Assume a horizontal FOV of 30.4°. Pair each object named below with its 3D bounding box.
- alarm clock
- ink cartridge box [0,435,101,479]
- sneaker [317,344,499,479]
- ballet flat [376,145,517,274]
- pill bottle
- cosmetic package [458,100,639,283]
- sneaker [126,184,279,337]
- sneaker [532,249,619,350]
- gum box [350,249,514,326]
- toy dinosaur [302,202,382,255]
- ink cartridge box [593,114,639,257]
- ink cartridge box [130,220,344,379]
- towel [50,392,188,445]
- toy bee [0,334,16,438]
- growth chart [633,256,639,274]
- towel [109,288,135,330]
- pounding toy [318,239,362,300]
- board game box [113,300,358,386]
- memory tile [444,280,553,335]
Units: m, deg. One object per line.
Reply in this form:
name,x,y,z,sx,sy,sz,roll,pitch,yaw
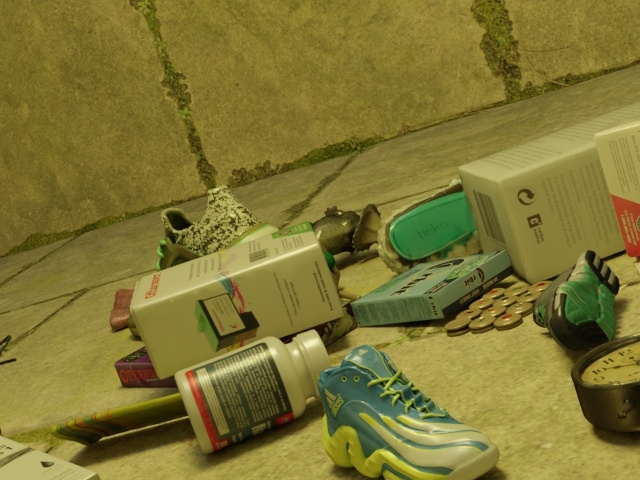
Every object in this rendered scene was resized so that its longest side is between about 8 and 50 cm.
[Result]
alarm clock,0.303,0.130,1.124,0.129,0.064,0.192,-20,13,-2
ink cartridge box,-0.350,0.299,1.258,0.219,0.093,0.160,7,27,44
sneaker,0.068,0.171,1.157,0.091,0.126,0.240,-27,13,-35
ballet flat,0.273,-0.051,1.919,0.408,0.147,0.147,-20,11,-10
pill bottle,-0.076,0.177,1.424,0.180,0.108,0.108,-21,11,-8
cosmetic package,0.458,-0.101,1.729,0.453,0.162,0.230,-20,11,-4
sneaker,-0.226,0.031,2.062,0.410,0.182,0.158,-35,-5,39
sneaker,0.288,0.091,1.375,0.098,0.083,0.223,-41,-2,28
gum box,0.159,0.069,1.694,0.157,0.041,0.184,-27,10,-36
toy dinosaur,0.000,0.000,2.136,0.313,0.121,0.160,-16,-3,-3
ink cartridge box,0.491,-0.090,1.488,0.237,0.172,0.100,-13,9,35
ink cartridge box,-0.122,0.082,1.709,0.278,0.117,0.201,-19,11,-1
towel,-0.227,0.229,1.542,0.237,0.021,0.102,-16,-18,14
toy bee,-0.437,0.292,1.454,0.298,0.162,0.195,-43,17,9
growth chart,0.506,0.014,1.457,0.237,0.021,0.172,-16,11,18
towel,-0.263,0.088,2.368,0.329,0.037,0.237,-20,12,-4
pounding toy,-0.014,0.071,1.922,0.141,0.100,0.130,-28,9,9
board game box,-0.134,0.159,1.782,0.346,0.056,0.208,-7,20,46
memory tile,0.239,0.089,1.567,0.113,0.012,0.148,-11,14,38
